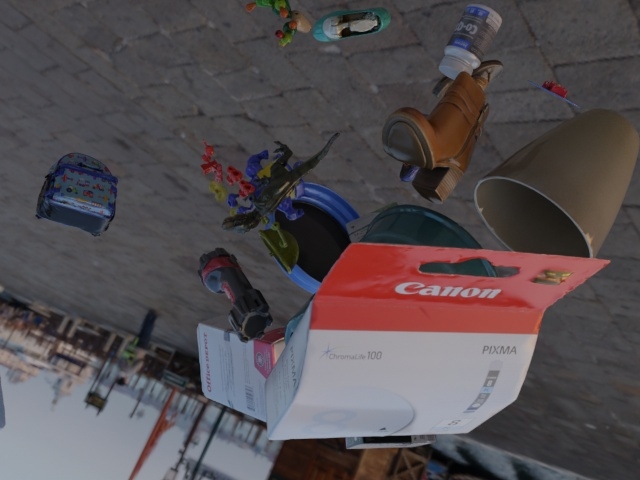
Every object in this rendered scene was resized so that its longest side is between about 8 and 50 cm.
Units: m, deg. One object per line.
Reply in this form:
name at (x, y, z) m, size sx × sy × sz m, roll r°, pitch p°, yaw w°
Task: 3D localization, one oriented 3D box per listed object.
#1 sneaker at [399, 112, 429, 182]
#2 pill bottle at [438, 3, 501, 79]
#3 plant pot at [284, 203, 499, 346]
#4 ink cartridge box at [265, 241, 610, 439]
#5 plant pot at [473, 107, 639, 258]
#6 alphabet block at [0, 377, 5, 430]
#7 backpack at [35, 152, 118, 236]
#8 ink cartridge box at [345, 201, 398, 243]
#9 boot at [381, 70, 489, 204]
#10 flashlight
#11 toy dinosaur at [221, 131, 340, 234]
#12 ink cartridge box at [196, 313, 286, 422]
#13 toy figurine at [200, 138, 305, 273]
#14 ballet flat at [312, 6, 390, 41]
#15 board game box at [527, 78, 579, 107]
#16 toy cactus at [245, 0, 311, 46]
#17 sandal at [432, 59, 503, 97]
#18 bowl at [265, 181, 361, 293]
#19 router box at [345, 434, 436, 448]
sneaker at (0.276, -0.281, 1.976) m, size 0.087 × 0.221 × 0.083 m, roll 20°, pitch 175°, yaw -33°
pill bottle at (0.294, -0.389, 1.305) m, size 0.078 × 0.137 × 0.078 m, roll 27°, pitch 180°, yaw 0°
plant pot at (0.128, 0.159, 1.303) m, size 0.341 × 0.334 × 0.341 m, roll 29°, pitch 140°, yaw 28°
ink cartridge box at (0.122, 0.143, 0.799) m, size 0.308 × 0.091 × 0.385 m, roll 4°, pitch 147°, yaw -17°
plant pot at (0.483, -0.117, 1.271) m, size 0.256 × 0.274 × 0.256 m, roll 41°, pitch 164°, yaw 14°
alphabet block at (-0.647, 0.244, 1.056) m, size 0.197 × 0.193 × 0.193 m, roll -26°, pitch 161°, yaw 39°
backpack at (-0.519, -0.117, 1.437) m, size 0.158 × 0.173 × 0.117 m, roll 21°, pitch 139°, yaw -26°
ink cartridge box at (0.152, -0.011, 1.642) m, size 0.208 × 0.153 × 0.087 m, roll -100°, pitch -14°, yaw -75°
boot at (0.226, -0.218, 1.198) m, size 0.109 × 0.220 × 0.283 m, roll 22°, pitch 167°, yaw 38°
flashlight at (-0.196, 0.121, 1.473) m, size 0.304 × 0.103 × 0.103 m, roll -131°, pitch 22°, yaw -56°
toy dinosaur at (-0.075, -0.115, 1.207) m, size 0.064 × 0.268 × 0.118 m, roll 41°, pitch -172°, yaw -35°
ink cartridge box at (-0.168, 0.306, 1.621) m, size 0.283 × 0.207 × 0.117 m, roll 7°, pitch -165°, yaw 43°
toy figurine at (-0.101, -0.125, 1.568) m, size 0.362 × 0.217 × 0.191 m, roll 48°, pitch 156°, yaw 22°
ballet flat at (0.081, -0.635, 1.936) m, size 0.247 × 0.087 × 0.083 m, roll -5°, pitch 114°, yaw 21°
board game box at (0.671, -0.433, 1.880) m, size 0.133 × 0.033 × 0.169 m, roll 12°, pitch -156°, yaw -40°
toy cactus at (-0.098, -0.587, 1.732) m, size 0.112 × 0.219 × 0.180 m, roll -40°, pitch 149°, yaw 26°
sandal at (0.383, -0.399, 1.681) m, size 0.060 × 0.219 × 0.090 m, roll 58°, pitch 149°, yaw 19°
bowl at (0.000, 0.000, 2.035) m, size 0.391 × 0.391 × 0.077 m, roll 31°, pitch 133°, yaw -19°
router box at (0.161, 0.458, 1.540) m, size 0.178 × 0.046 × 0.133 m, roll 4°, pitch 157°, yaw -15°
